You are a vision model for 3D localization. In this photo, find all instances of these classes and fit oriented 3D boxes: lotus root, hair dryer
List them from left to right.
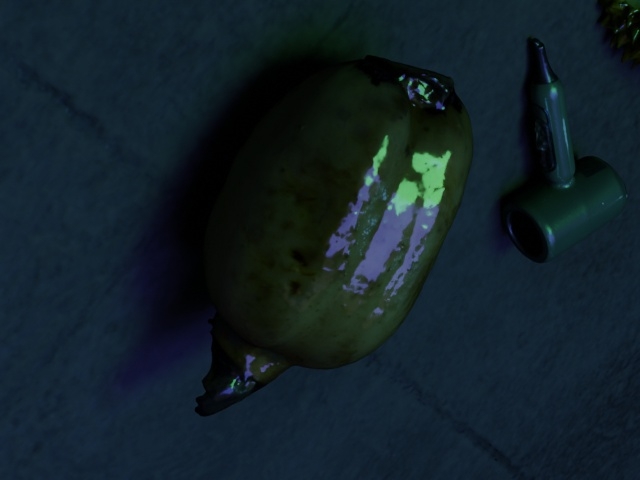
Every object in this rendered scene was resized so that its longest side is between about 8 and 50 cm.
[{"bbox_3d":[0.000,0.000,0.854,0.125,0.118,0.221,26,106,-16],"label":"lotus root"},{"bbox_3d":[0.144,-0.063,1.005,0.071,0.047,0.150,-32,126,-23],"label":"hair dryer"}]

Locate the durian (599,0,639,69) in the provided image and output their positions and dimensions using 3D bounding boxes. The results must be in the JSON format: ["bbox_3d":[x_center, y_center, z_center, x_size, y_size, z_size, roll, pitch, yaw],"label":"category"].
[{"bbox_3d":[0.331,-0.189,1.011,0.306,0.166,0.172,-45,174,8],"label":"durian"}]
